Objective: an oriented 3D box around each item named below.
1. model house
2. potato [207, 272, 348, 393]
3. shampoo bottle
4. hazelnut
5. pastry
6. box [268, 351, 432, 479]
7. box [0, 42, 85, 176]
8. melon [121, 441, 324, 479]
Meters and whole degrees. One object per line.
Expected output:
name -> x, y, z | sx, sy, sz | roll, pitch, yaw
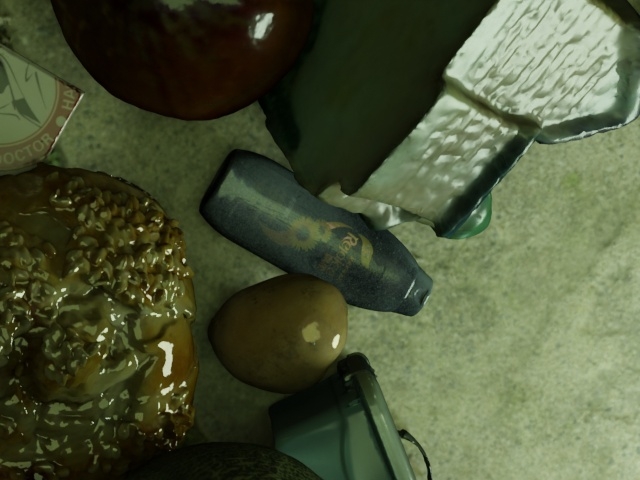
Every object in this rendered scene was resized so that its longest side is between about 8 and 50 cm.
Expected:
model house -> 0.138, -0.150, 1.426 | 0.284, 0.243, 0.298 | 24, 116, -39
potato -> -0.036, 0.088, 1.435 | 0.112, 0.147, 0.112 | 17, 66, -41
shampoo bottle -> 0.000, 0.000, 1.477 | 0.234, 0.049, 0.087 | 31, 91, -14
hazelnut -> -0.133, -0.219, 1.344 | 0.251, 0.217, 0.217 | 41, 84, 8
pastry -> -0.217, 0.093, 1.347 | 0.255, 0.162, 0.311 | -11, 110, -31
box -> 0.041, 0.229, 1.454 | 0.130, 0.162, 0.227 | -20, 99, -1
box -> -0.389, -0.033, 1.377 | 0.214, 0.069, 0.353 | 30, 86, -14
melon -> -0.093, 0.304, 1.312 | 0.248, 0.329, 0.248 | 12, 55, -18
